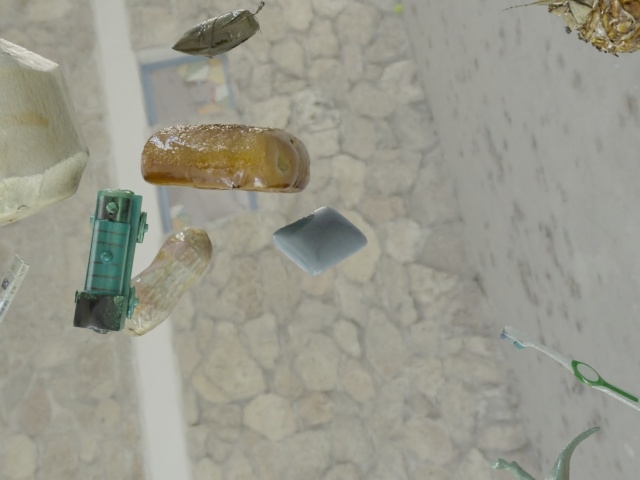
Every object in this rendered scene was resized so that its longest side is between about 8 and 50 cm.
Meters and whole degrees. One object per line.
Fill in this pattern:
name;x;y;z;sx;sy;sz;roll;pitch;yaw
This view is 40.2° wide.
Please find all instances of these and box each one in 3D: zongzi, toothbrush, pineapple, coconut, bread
zongzi;-0.220;-0.462;1.937;0.081;0.189;0.178;68;-159;-8
toothbrush;0.575;0.289;1.863;0.042;0.418;0.040;-60;-6;-32
pineapple;0.491;-0.418;1.469;0.161;0.335;0.158;135;151;-56
coconut;-0.443;-0.152;1.165;0.237;0.237;0.265;-97;-16;-88
bread;-0.199;-0.181;1.873;0.328;0.337;0.148;-6;-82;-76

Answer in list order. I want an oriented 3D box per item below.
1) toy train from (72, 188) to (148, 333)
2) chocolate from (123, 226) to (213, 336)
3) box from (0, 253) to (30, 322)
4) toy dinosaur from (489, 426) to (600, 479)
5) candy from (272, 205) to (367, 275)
toy train;-0.416;0.040;1.737;0.194;0.120;0.298;159;118;-82
chocolate;-0.376;0.096;2.090;0.134;0.309;0.134;38;177;3
box;-0.801;0.122;2.240;0.090;0.024;0.167;25;88;54
toy dinosaur;0.458;0.511;1.801;0.205;0.393;0.092;42;139;25
candy;0.000;0.000;1.846;0.138;0.174;0.071;40;137;23
